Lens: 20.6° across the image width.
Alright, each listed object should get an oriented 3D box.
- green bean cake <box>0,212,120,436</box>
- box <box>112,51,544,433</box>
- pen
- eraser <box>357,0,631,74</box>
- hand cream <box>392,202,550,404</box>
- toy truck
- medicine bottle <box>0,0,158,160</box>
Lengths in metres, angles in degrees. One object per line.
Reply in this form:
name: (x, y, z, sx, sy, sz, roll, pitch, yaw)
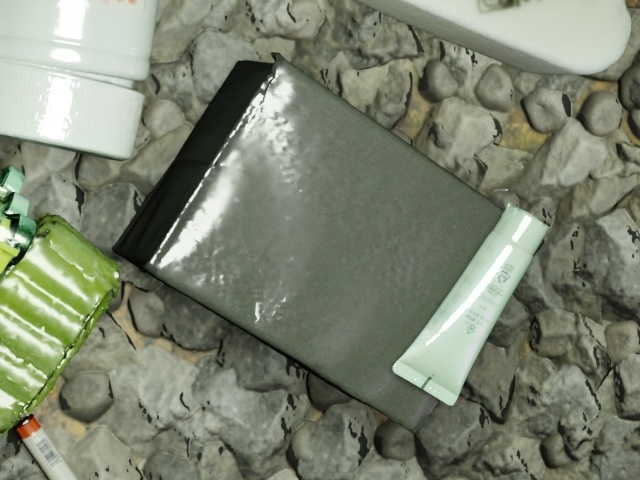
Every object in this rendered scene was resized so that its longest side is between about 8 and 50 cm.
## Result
green bean cake: (-0.294, 0.081, 1.734, 0.113, 0.200, 0.214, 37, 87, -10)
box: (0.000, 0.000, 1.822, 0.345, 0.204, 0.251, 34, 85, -19)
pen: (-0.250, 0.285, 1.858, 0.028, 0.028, 0.239, -34, 105, -13)
eraser: (0.206, -0.308, 1.892, 0.331, 0.150, 0.331, -3, 98, -20)
hand cream: (0.155, 0.061, 1.747, 0.078, 0.050, 0.205, 32, 91, -21)
toy truck: (-0.361, -0.018, 1.677, 0.128, 0.259, 0.135, 29, 101, -19)
medicine bottle: (-0.251, -0.252, 1.719, 0.190, 0.190, 0.332, 7, 93, -19)
